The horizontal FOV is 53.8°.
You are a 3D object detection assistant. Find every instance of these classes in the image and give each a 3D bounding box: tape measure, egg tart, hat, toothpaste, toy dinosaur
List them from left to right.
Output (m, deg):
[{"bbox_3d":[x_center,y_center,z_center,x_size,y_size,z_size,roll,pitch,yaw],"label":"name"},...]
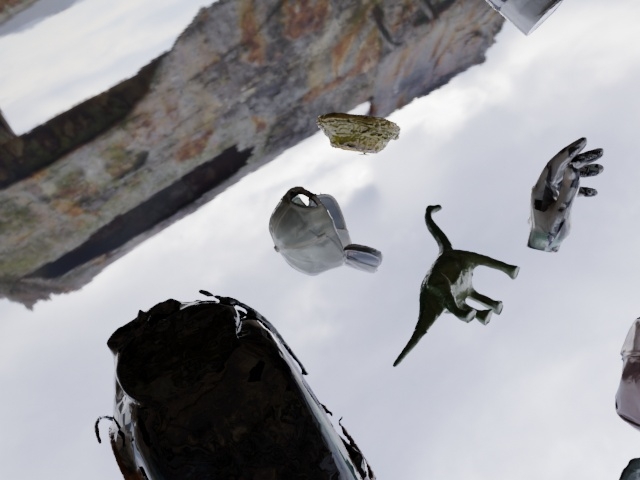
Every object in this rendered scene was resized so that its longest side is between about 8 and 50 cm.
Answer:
[{"bbox_3d":[-0.043,0.145,0.414,0.135,0.202,0.223,-32,-125,-14],"label":"tape measure"},{"bbox_3d":[0.007,0.001,1.366,0.161,0.275,0.232,-47,-134,16],"label":"hat"},{"bbox_3d":[0.057,-0.156,0.928,0.131,0.052,0.130,7,-179,0],"label":"egg tart"},{"bbox_3d":[0.194,0.053,1.165,0.447,0.087,0.301,-29,-138,-36],"label":"toy dinosaur"},{"bbox_3d":[0.140,-0.273,0.595,0.071,0.193,0.045,-39,173,-39],"label":"toothpaste"}]

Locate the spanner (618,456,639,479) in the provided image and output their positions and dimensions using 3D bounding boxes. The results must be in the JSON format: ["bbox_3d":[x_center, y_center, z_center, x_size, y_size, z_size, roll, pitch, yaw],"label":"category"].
[{"bbox_3d":[0.466,0.229,0.702,0.302,0.071,0.017,-19,179,-8],"label":"spanner"}]

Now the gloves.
[{"bbox_3d":[0.436,-0.086,1.153,0.128,0.212,0.111,-2,-166,-44],"label":"gloves"}]

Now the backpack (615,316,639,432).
[{"bbox_3d":[0.603,0.215,0.973,0.283,0.197,0.317,-67,-169,-12],"label":"backpack"}]
